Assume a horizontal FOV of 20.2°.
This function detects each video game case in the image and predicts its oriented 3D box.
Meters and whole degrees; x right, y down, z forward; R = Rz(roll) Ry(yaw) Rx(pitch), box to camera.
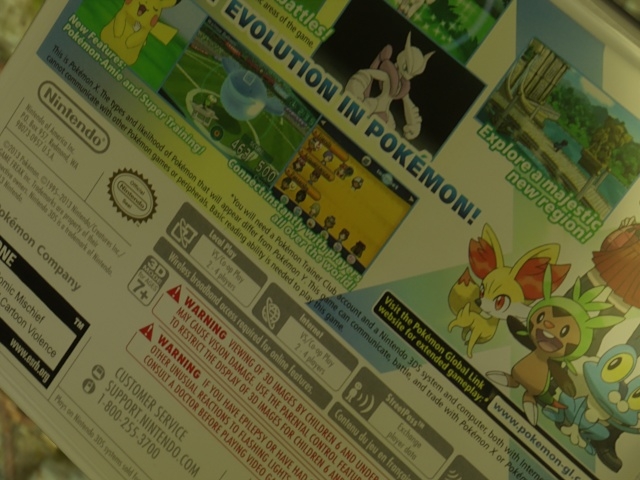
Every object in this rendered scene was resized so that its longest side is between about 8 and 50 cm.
[{"bbox_3d":[0.000,0.000,0.740,0.329,0.036,0.300,42,109,19],"label":"video game case"}]
